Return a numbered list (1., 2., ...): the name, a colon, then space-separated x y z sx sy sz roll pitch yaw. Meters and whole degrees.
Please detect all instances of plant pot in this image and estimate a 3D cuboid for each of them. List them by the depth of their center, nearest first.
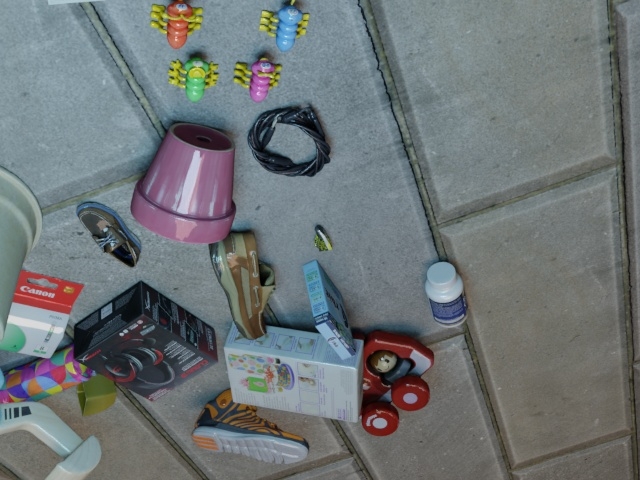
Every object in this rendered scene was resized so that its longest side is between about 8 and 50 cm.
1. plant pot: -0.703 0.060 1.598 0.334 0.305 0.333 -7 136 -7
2. plant pot: -0.248 -0.118 1.633 0.201 0.201 0.180 8 117 -22
3. plant pot: -0.559 0.382 2.141 0.083 0.081 0.081 -4 137 -28

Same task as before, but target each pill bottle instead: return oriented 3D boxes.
1. pill bottle: 0.308 0.131 2.095 0.094 0.094 0.169 -17 137 3

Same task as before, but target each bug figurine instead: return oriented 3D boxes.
1. bug figurine: -0.157 -0.336 1.503 0.279 0.072 0.216 -2 136 -13

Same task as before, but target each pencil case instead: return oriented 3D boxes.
1. pencil case: -0.657 0.325 2.037 0.236 0.104 0.104 -22 136 9

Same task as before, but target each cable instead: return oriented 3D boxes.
1. cable: -0.060 -0.184 1.705 0.151 0.047 0.184 -19 137 5

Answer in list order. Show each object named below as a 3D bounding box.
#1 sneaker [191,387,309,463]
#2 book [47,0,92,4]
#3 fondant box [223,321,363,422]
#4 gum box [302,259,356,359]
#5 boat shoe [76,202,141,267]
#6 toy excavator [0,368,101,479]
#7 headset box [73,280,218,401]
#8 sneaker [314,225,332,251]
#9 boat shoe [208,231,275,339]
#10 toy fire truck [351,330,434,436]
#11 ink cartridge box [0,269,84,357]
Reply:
1. sneaker: -0.169 0.470 2.240 0.321 0.180 0.124 8 138 15
2. book: -0.396 -0.447 1.354 0.096 0.035 0.144 -7 137 -12
3. fondant box: -0.061 0.327 2.119 0.330 0.096 0.238 7 137 9
4. gum box: 0.020 0.161 1.984 0.041 0.184 0.157 -24 137 10
5. boat shoe: -0.434 -0.008 1.772 0.066 0.066 0.183 -30 135 16
6. toy excavator: -0.753 0.380 1.900 0.445 0.433 0.222 -5 146 -48
7. headset box: -0.400 0.251 2.019 0.218 0.110 0.293 -32 134 17
8. sneaker: 0.000 0.000 1.923 0.035 0.031 0.083 -21 137 8
9. boat shoe: -0.157 0.105 1.928 0.120 0.122 0.324 -17 138 -2
10. toy fire truck: 0.139 0.354 2.251 0.254 0.169 0.302 33 121 -17
11. ink cartridge box: -0.653 0.167 1.909 0.181 0.056 0.224 17 130 -30
